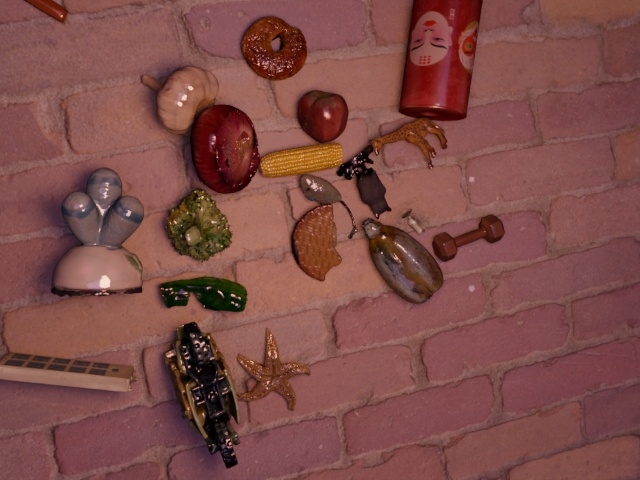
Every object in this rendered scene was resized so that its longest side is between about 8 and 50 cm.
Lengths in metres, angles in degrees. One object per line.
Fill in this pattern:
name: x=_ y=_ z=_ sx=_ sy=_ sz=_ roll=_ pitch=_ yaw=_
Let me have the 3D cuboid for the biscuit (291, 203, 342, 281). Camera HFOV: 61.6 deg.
biscuit: x=0.000 y=0.000 z=1.610 sx=0.176 sy=0.031 sz=0.228 roll=27 pitch=103 yaw=-12

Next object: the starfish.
starfish: x=-0.151 y=0.410 z=1.633 sx=0.235 sy=0.062 sz=0.277 roll=-17 pitch=103 yaw=-5

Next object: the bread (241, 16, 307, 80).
bread: x=-0.130 y=-0.549 z=1.538 sx=0.193 sy=0.064 sz=0.193 roll=0 pitch=92 yaw=-14

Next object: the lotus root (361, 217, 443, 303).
lotus root: x=0.241 y=0.050 z=1.642 sx=0.158 sy=0.140 sz=0.322 roll=-40 pitch=97 yaw=18

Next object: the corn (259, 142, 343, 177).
corn: x=-0.057 y=-0.234 z=1.572 sx=0.248 sy=0.081 sz=0.081 roll=-11 pitch=97 yaw=-11

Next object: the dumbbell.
dumbbell: x=0.472 y=-0.008 z=1.711 sx=0.231 sy=0.092 sz=0.082 roll=-21 pitch=129 yaw=-10

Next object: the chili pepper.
chili pepper: x=-0.334 y=0.154 z=1.549 sx=0.253 sy=0.083 sz=0.099 roll=5 pitch=103 yaw=-10

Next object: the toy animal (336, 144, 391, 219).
toy animal: x=0.159 y=-0.168 z=1.611 sx=0.121 sy=0.117 sz=0.210 roll=-38 pitch=100 yaw=-14

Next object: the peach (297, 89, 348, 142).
peach: x=0.007 y=-0.353 z=1.552 sx=0.152 sy=0.152 sz=0.152 roll=-1 pitch=95 yaw=-13

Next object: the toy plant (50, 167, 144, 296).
toy plant: x=-0.575 y=-0.025 z=1.408 sx=0.247 sy=0.247 sz=0.332 roll=3 pitch=90 yaw=-13

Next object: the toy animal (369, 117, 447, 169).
toy animal: x=0.275 y=-0.307 z=1.628 sx=0.275 sy=0.054 sz=0.149 roll=9 pitch=98 yaw=-29

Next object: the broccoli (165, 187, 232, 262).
broccoli: x=-0.335 y=-0.033 z=1.473 sx=0.194 sy=0.194 sz=0.220 roll=-1 pitch=101 yaw=-13

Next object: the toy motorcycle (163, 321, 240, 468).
toy motorcycle: x=-0.318 y=0.418 z=1.499 sx=0.168 sy=0.237 sz=0.410 roll=-17 pitch=96 yaw=-26

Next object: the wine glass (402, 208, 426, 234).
wine glass: x=0.298 y=-0.058 z=1.690 sx=0.083 sy=0.039 sz=0.042 roll=44 pitch=76 yaw=-15

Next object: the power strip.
power strip: x=-0.684 y=0.362 z=1.473 sx=0.367 sy=0.106 sz=0.043 roll=10 pitch=96 yaw=-14

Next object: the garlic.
garlic: x=-0.398 y=-0.405 z=1.450 sx=0.226 sy=0.199 sz=0.199 roll=33 pitch=87 yaw=13

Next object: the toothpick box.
toothpick box: x=0.350 y=-0.536 z=1.575 sx=0.204 sy=0.204 sz=0.333 roll=6 pitch=93 yaw=-13

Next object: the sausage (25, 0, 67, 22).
sausage: x=-0.729 y=-0.623 z=1.406 sx=0.131 sy=0.041 sz=0.039 roll=31 pitch=93 yaw=-13

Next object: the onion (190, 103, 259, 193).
onion: x=-0.266 y=-0.245 z=1.462 sx=0.161 sy=0.248 sz=0.248 roll=-8 pitch=98 yaw=14

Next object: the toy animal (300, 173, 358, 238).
toy animal: x=0.035 y=-0.117 z=1.620 sx=0.079 sy=0.070 sz=0.253 roll=-35 pitch=118 yaw=28
